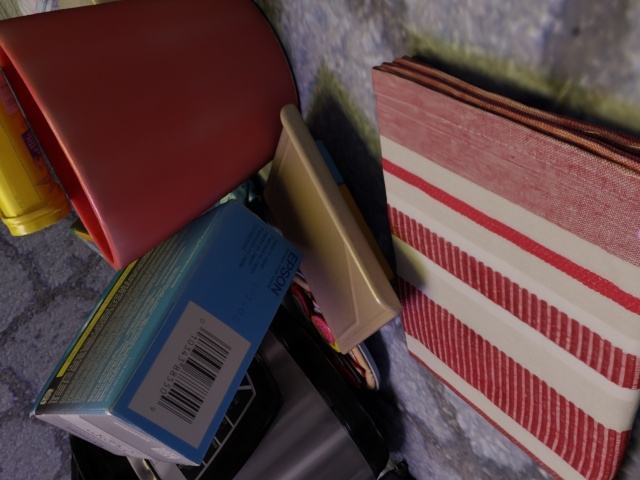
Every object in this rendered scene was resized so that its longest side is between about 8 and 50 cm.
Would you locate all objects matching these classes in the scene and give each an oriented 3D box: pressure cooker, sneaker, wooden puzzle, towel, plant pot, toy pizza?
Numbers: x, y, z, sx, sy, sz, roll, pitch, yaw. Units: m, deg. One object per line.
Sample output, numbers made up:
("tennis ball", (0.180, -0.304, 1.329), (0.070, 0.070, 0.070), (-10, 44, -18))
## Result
("pressure cooker", (-0.155, 0.318, 0.915), (0.375, 0.420, 0.370), (56, 168, -10))
("sneaker", (-0.124, -0.090, 0.895), (0.082, 0.069, 0.209), (-18, 93, 35))
("wooden puzzle", (0.008, -0.001, 0.657), (0.220, 0.044, 0.238), (63, 165, 13))
("towel", (0.142, 0.039, 0.478), (0.237, 0.037, 0.328), (39, 151, 43))
("plant pot", (-0.175, -0.142, 0.673), (0.275, 0.243, 0.274), (48, 156, 29))
("toy pizza", (0.010, 0.127, 0.852), (0.201, 0.032, 0.201), (51, 166, 18))

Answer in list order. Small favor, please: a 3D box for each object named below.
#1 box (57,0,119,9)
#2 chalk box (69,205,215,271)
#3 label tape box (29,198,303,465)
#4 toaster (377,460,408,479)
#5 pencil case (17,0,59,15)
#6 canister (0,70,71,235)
("box", (-0.330, -0.366, 0.946), (0.275, 0.094, 0.113), (6, 122, 65))
("chalk box", (-0.289, -0.022, 1.068), (0.179, 0.180, 0.289), (48, 160, -28))
("label tape box", (-0.198, 0.117, 0.735), (0.115, 0.249, 0.348), (38, 148, -21))
("toaster", (0.107, 0.461, 0.940), (0.129, 0.147, 0.226), (26, 140, 55))
("pencil case", (-0.523, -0.494, 1.190), (0.273, 0.114, 0.124), (9, 108, 65))
("canister", (-0.358, -0.104, 0.703), (0.126, 0.073, 0.169), (30, 141, 55))
